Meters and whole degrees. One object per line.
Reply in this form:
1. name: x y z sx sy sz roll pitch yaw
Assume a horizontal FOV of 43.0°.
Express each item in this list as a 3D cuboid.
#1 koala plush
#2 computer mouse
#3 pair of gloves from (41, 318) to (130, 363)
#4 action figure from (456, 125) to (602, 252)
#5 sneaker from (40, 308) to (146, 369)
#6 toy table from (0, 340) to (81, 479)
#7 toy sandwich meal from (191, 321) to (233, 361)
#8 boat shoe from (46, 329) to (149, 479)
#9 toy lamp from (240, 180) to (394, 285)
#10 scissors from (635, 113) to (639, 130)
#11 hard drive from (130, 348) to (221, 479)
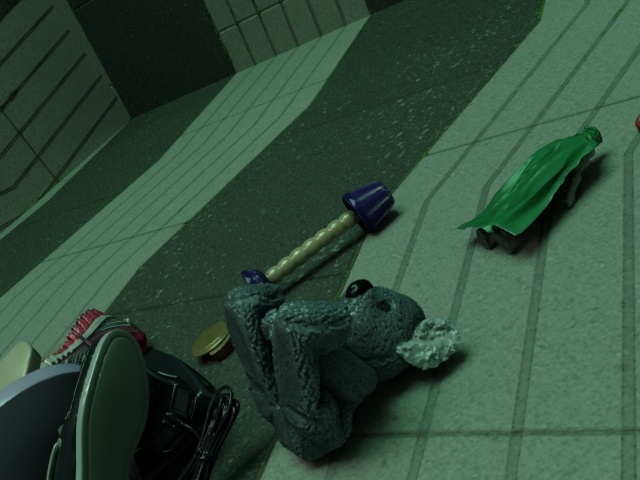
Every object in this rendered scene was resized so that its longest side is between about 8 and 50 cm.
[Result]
1. koala plush: 0.034 0.127 0.956 0.221 0.203 0.196 -21 15 -29
2. computer mouse: -0.215 0.255 1.040 0.262 0.060 0.184 9 72 36
3. pair of gloves: -0.473 0.230 1.531 0.240 0.042 0.204 -23 25 21
4. action figure: 0.306 -0.078 1.107 0.232 0.063 0.137 -43 23 -13
5. sneaker: -0.393 0.227 1.332 0.112 0.120 0.299 17 41 9
6. toy table: -0.416 0.250 1.018 0.161 0.252 0.274 21 48 39
7. toy sandwich meal: -0.167 0.162 1.288 0.086 0.029 0.085 -32 20 13
8. boat shoe: -0.276 0.257 0.965 0.091 0.114 0.302 -7 68 30
9. toy lamp: 0.000 0.000 1.333 0.275 0.080 0.080 -35 23 -4
10. scissors: 0.473 -0.125 1.038 0.109 0.021 0.297 -21 24 23
11. hard drive: -0.248 0.245 1.192 0.172 0.054 0.255 -41 24 -17
